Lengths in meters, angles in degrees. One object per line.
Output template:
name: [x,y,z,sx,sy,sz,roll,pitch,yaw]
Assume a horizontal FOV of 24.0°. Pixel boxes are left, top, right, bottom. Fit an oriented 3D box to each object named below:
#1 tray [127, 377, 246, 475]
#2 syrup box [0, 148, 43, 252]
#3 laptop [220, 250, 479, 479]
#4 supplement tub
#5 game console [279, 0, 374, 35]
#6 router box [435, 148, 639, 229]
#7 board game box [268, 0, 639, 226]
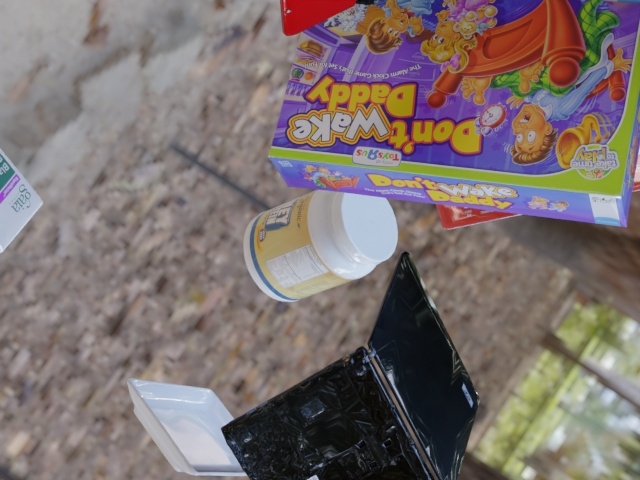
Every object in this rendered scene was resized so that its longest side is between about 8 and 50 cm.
tray: [-0.152,0.239,1.858,0.030,0.145,0.270,-40,162,8]
syrup box: [-0.442,-0.095,1.762,0.096,0.237,0.093,-9,-143,42]
laptop: [0.042,0.186,1.608,0.264,0.136,0.234,-30,120,-3]
supplement tub: [0.000,0.000,2.227,0.200,0.144,0.144,-22,-167,39]
game console: [0.009,-0.265,1.342,0.144,0.085,0.124,89,4,-71]
router box: [0.270,-0.193,1.832,0.082,0.335,0.301,-42,116,-62]
board game box: [0.146,-0.153,1.492,0.078,0.347,0.233,56,44,-64]
